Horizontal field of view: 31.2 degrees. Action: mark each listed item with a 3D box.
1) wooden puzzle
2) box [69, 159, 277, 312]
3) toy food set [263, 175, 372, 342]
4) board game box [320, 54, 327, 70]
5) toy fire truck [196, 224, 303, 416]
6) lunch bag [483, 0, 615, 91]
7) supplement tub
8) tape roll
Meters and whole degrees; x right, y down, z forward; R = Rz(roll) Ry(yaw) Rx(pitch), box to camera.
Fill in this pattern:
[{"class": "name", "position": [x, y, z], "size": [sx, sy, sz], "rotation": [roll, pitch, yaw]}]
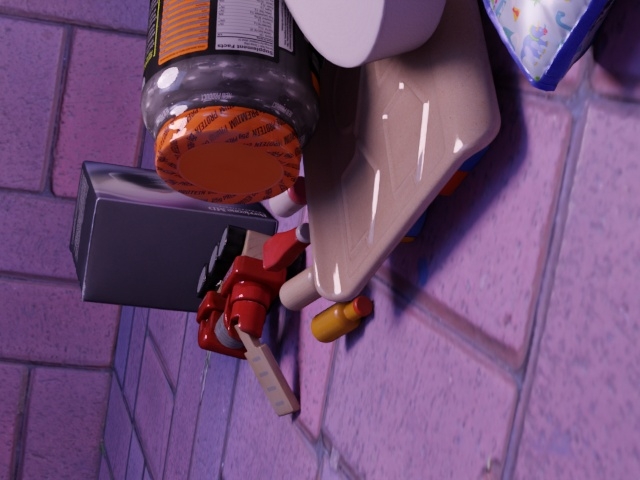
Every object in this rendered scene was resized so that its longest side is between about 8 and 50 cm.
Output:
[{"class": "wooden puzzle", "position": [0.086, -0.142, 1.250], "size": [0.348, 0.080, 0.322], "rotation": [130, 141, -50]}, {"class": "box", "position": [-0.255, -0.007, 1.933], "size": [0.294, 0.296, 0.183], "rotation": [-135, 54, -67]}, {"class": "toy food set", "position": [0.000, 0.000, 1.435], "size": [0.104, 0.111, 0.232], "rotation": [-34, 50, 52]}, {"class": "board game box", "position": [0.037, -0.301, 1.442], "size": [0.136, 0.030, 0.260], "rotation": [9, 93, 41]}, {"class": "toy fire truck", "position": [-0.104, 0.134, 1.693], "size": [0.217, 0.158, 0.246], "rotation": [128, 155, -58]}, {"class": "lunch bag", "position": [0.194, -0.210, 0.905], "size": [0.151, 0.096, 0.129], "rotation": [-88, 16, -44]}, {"class": "supplement tub", "position": [-0.102, -0.227, 1.350], "size": [0.207, 0.207, 0.338], "rotation": [126, 149, -58]}, {"class": "tape roll", "position": [0.011, -0.362, 1.111], "size": [0.392, 0.072, 0.392], "rotation": [162, 90, -74]}]
